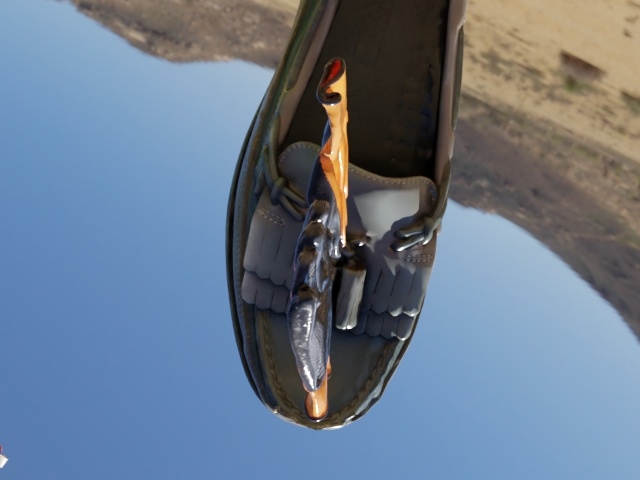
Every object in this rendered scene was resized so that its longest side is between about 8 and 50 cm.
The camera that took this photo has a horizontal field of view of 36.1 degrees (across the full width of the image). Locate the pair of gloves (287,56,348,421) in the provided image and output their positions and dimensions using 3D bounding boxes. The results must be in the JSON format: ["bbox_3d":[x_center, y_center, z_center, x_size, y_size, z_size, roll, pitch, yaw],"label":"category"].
[{"bbox_3d":[0.000,0.000,0.274,0.010,0.074,0.083,4,-128,6],"label":"pair of gloves"}]

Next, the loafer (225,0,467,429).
[{"bbox_3d":[0.014,-0.047,0.414,0.096,0.268,0.084,11,180,-3],"label":"loafer"}]

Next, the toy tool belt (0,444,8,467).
[{"bbox_3d":[-0.218,0.124,0.538,0.052,0.051,0.083,25,170,34],"label":"toy tool belt"}]
